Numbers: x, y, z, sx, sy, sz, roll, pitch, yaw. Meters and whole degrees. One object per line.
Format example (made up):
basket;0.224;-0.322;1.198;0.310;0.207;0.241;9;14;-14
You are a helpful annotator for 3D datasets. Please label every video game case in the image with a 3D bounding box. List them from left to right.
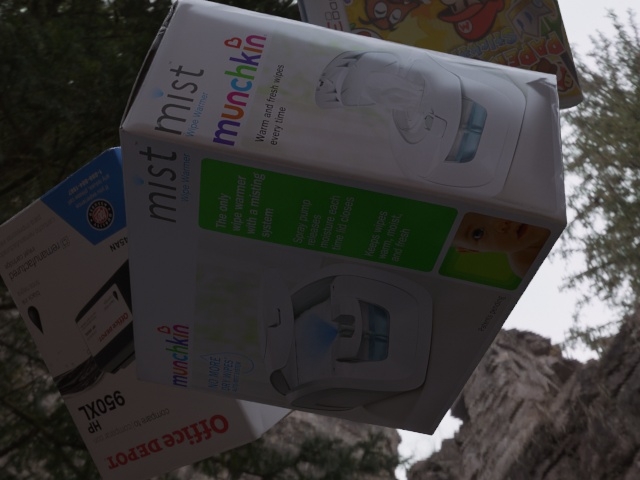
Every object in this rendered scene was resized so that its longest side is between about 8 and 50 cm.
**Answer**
video game case;0.094;-0.194;0.635;0.227;0.026;0.206;-12;-94;-17

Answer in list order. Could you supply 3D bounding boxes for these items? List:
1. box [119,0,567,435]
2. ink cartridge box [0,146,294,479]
box;0.000;0.000;0.508;0.231;0.126;0.262;12;-39;-3
ink cartridge box;-0.229;0.101;1.032;0.286;0.166;0.394;-27;-91;30
